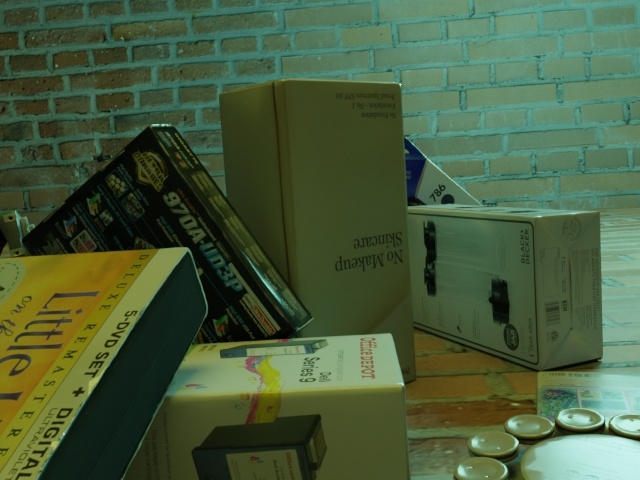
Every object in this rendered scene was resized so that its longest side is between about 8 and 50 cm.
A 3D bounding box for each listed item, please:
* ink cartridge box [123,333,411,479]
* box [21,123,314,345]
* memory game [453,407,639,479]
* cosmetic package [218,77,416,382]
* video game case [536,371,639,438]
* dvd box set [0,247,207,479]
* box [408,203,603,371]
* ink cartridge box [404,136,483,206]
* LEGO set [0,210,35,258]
[{"bbox_3d":[-0.044,0.132,0.533,0.212,0.093,0.154,-2,6,3],"label":"ink cartridge box"},{"bbox_3d":[-0.141,0.034,0.653,0.175,0.220,0.051,-37,-2,18],"label":"box"},{"bbox_3d":[0.181,0.154,0.474,0.186,0.012,0.186,-7,12,1],"label":"memory game"},{"bbox_3d":[0.000,0.000,0.733,0.160,0.309,0.113,-10,8,-40],"label":"cosmetic package"},{"bbox_3d":[0.264,0.140,0.610,0.157,0.019,0.143,-1,7,17],"label":"video game case"},{"bbox_3d":[-0.312,0.116,0.431,0.420,0.062,0.307,-3,31,15],"label":"dvd box set"},{"bbox_3d":[0.205,0.041,0.885,0.087,0.169,0.290,-6,6,-23],"label":"box"},{"bbox_3d":[0.217,-0.037,1.172,0.333,0.065,0.165,39,-2,-11],"label":"ink cartridge box"},{"bbox_3d":[-0.382,0.117,0.740,0.331,0.192,0.255,-12,-16,-16],"label":"LEGO set"}]
